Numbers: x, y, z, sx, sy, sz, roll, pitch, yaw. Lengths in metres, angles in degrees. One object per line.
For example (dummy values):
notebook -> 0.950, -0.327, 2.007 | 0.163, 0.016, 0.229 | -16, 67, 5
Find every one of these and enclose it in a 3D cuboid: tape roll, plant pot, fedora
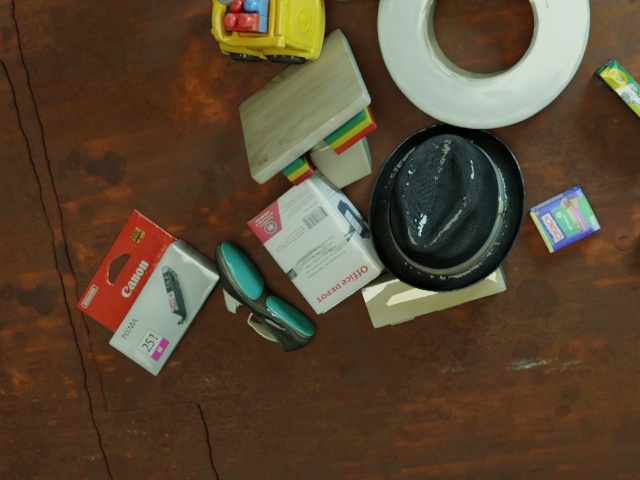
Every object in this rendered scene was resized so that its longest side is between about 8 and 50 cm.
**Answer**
tape roll -> 0.299, -0.402, 1.723 | 0.392, 0.072, 0.392 | 6, 111, 16
plant pot -> 0.047, -0.167, 1.836 | 0.109, 0.109, 0.096 | -26, 108, 14
fedora -> 0.222, -0.076, 1.741 | 0.334, 0.152, 0.334 | -4, 76, 17

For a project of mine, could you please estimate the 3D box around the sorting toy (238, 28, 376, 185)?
sorting toy -> -0.019, -0.238, 1.771 | 0.257, 0.255, 0.089 | -35, 127, 17

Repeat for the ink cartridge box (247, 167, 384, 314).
ink cartridge box -> 0.000, 0.000, 1.865 | 0.172, 0.100, 0.237 | -37, 93, 26

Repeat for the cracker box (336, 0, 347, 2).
cracker box -> 0.074, -0.567, 1.711 | 0.155, 0.067, 0.232 | 1, 94, 44

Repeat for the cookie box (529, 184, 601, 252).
cookie box -> 0.473, -0.041, 1.813 | 0.107, 0.040, 0.092 | -28, 96, 15

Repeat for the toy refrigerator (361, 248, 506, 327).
toy refrigerator -> 0.227, 0.090, 1.853 | 0.269, 0.102, 0.094 | -17, 98, 13

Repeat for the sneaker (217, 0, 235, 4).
sneaker -> -0.147, -0.580, 1.690 | 0.210, 0.366, 0.137 | -27, 137, 6

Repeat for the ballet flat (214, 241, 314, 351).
ballet flat -> -0.137, 0.130, 1.929 | 0.280, 0.095, 0.096 | 46, 118, -6

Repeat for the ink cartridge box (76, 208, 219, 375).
ink cartridge box -> -0.372, 0.110, 1.990 | 0.239, 0.060, 0.275 | 34, 105, 1

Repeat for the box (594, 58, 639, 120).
box -> 0.582, -0.255, 1.716 | 0.043, 0.105, 0.179 | -42, 92, 16

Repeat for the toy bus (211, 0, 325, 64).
toy bus -> -0.131, -0.411, 1.744 | 0.220, 0.211, 0.149 | 8, 100, 28
